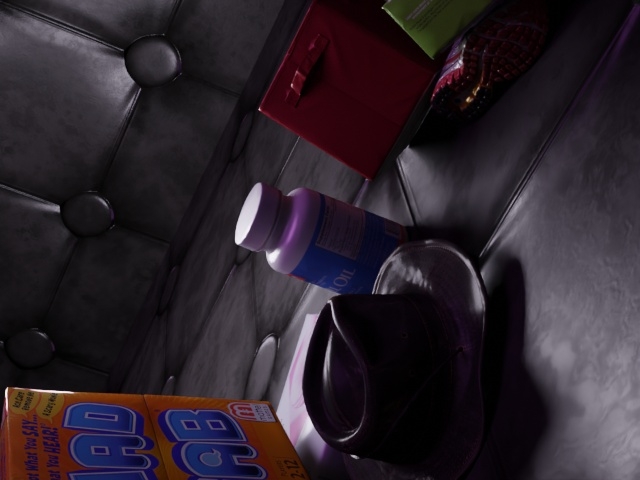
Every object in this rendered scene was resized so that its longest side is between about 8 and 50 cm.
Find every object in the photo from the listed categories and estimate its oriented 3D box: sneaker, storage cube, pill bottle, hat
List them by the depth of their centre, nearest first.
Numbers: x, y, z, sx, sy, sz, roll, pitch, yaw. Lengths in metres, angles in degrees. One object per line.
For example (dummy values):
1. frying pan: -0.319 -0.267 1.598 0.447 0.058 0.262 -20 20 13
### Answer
1. hat: 0.057 0.149 1.322 0.331 0.134 0.331 -37 46 53
2. sneaker: 0.210 -0.247 1.466 0.225 0.088 0.092 -44 28 54
3. pill bottle: 0.000 0.000 1.600 0.124 0.221 0.124 -160 90 -74
4. storage cube: 0.061 -0.229 1.634 0.183 0.193 0.215 -61 -8 26

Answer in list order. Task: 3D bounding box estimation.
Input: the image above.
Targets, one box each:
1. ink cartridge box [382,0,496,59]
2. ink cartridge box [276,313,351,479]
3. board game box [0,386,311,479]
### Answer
1. ink cartridge box: 0.218 -0.361 1.406 0.255 0.097 0.189 -43 4 43
2. ink cartridge box: -0.019 0.264 1.626 0.330 0.071 0.324 -9 62 69
3. board game box: -0.218 0.421 1.403 0.356 0.356 0.356 -132 50 -67
